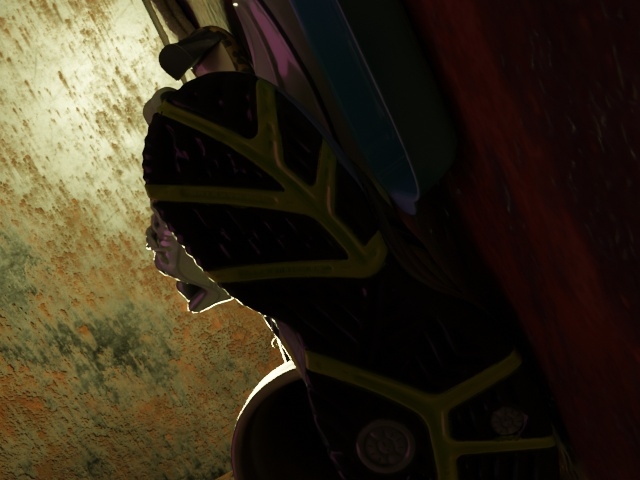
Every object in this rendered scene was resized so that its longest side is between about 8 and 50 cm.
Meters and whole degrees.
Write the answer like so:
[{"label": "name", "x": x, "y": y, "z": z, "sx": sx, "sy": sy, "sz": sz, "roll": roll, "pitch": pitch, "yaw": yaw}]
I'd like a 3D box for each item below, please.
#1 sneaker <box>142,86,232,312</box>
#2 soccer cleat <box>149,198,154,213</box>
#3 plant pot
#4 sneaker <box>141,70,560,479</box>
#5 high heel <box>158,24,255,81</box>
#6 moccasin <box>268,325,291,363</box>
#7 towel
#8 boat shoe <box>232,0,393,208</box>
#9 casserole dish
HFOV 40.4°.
[{"label": "sneaker", "x": -0.122, "y": -0.023, "z": 0.853, "sx": 0.292, "sy": 0.118, "sz": 0.110, "roll": 72, "pitch": 171, "yaw": -51}, {"label": "soccer cleat", "x": -0.130, "y": -0.052, "z": 1.095, "sx": 0.318, "sy": 0.109, "sz": 0.116, "roll": 16, "pitch": -121, "yaw": -79}, {"label": "plant pot", "x": 0.033, "y": 0.248, "z": 1.163, "sx": 0.263, "sy": 0.263, "sz": 0.229, "roll": 63, "pitch": -167, "yaw": -8}, {"label": "sneaker", "x": 0.039, "y": 0.047, "z": 0.594, "sx": 0.384, "sy": 0.145, "sz": 0.147, "roll": 58, "pitch": -169, "yaw": -9}, {"label": "high heel", "x": -0.079, "y": -0.158, "z": 1.086, "sx": 0.261, "sy": 0.093, "sz": 0.186, "roll": 50, "pitch": -160, "yaw": -9}, {"label": "moccasin", "x": -0.029, "y": 0.125, "z": 1.451, "sx": 0.380, "sy": 0.139, "sz": 0.147, "roll": 62, "pitch": 175, "yaw": 11}, {"label": "towel", "x": -0.244, "y": -0.349, "z": 1.639, "sx": 0.282, "sy": 0.049, "sz": 0.187, "roll": 56, "pitch": 171, "yaw": 49}, {"label": "boat shoe", "x": -0.019, "y": -0.082, "z": 0.687, "sx": 0.267, "sy": 0.088, "sz": 0.096, "roll": 66, "pitch": 174, "yaw": -30}, {"label": "casserole dish", "x": 0.024, "y": -0.105, "z": 0.477, "sx": 0.188, "sy": 0.037, "sz": 0.114, "roll": 63, "pitch": 174, "yaw": -12}]
